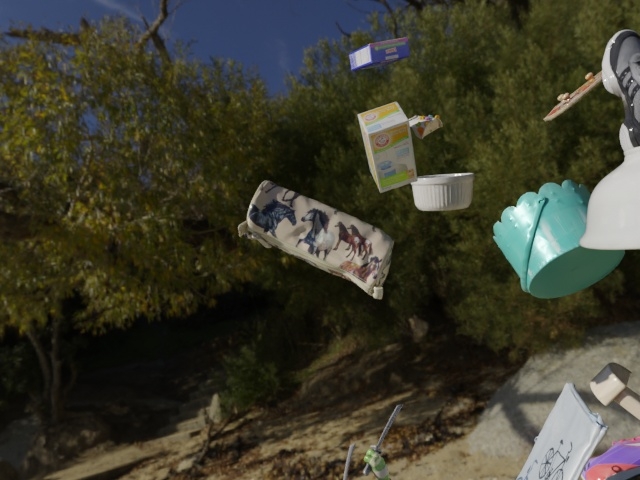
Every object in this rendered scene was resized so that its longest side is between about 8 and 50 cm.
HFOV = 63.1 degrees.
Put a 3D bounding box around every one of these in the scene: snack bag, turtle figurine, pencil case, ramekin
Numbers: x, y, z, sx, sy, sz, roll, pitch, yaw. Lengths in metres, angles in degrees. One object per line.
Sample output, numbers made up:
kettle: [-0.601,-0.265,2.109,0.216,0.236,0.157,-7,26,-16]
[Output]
snack bag: [0.417,0.438,0.958,0.037,0.343,0.323,26,5,17]
turtle figurine: [0.062,0.531,1.139,0.266,0.275,0.197,0,-18,-40]
pencil case: [0.000,0.000,1.353,0.410,0.184,0.160,25,-28,9]
ramekin: [0.403,-0.160,1.719,0.207,0.109,0.207,-5,8,1]

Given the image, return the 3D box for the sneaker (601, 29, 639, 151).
sneaker: [0.597,-0.282,0.926,0.101,0.269,0.153,-3,-14,-3]

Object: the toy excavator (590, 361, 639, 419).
toy excavator: [0.982,0.507,1.361,0.444,0.433,0.222,13,-60,-35]

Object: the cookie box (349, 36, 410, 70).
cookie box: [0.123,-0.393,1.104,0.091,0.040,0.107,-16,13,-18]

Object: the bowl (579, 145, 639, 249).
bowl: [0.518,-0.076,0.734,0.297,0.134,0.298,-9,1,0]

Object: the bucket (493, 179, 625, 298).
bucket: [0.596,0.007,1.314,0.280,0.183,0.281,-10,-38,-8]

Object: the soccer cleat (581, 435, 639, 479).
soccer cleat: [0.741,0.485,1.185,0.318,0.109,0.116,-22,30,-7]

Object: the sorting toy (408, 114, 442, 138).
sorting toy: [0.275,-0.319,1.411,0.083,0.075,0.045,-33,-46,-27]

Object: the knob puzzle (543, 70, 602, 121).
knob puzzle: [0.624,-0.362,1.281,0.213,0.030,0.213,-40,0,0]

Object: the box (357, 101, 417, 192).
box: [0.181,-0.247,1.393,0.114,0.103,0.203,-18,-46,1]
